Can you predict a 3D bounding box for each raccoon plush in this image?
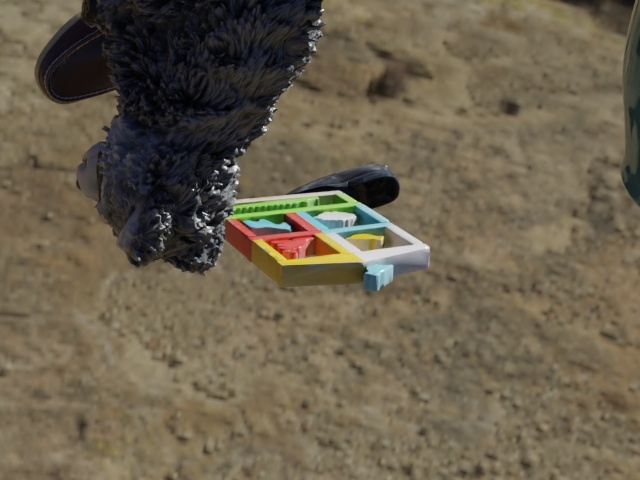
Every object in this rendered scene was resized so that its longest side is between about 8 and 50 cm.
[{"bbox_3d":[-0.070,-0.146,1.438,0.216,0.446,0.299,6,70,-46],"label":"raccoon plush"}]

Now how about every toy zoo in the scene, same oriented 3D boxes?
[{"bbox_3d":[0.000,0.000,1.792,0.192,0.030,0.293,-6,20,-23],"label":"toy zoo"}]

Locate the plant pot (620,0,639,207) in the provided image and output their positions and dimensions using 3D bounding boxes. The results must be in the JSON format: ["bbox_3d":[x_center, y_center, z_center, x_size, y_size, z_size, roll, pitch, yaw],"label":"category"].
[{"bbox_3d":[0.404,-0.143,1.414,0.271,0.255,0.272,7,40,-6],"label":"plant pot"}]

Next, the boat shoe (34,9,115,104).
[{"bbox_3d":[-0.251,-0.290,2.147,0.342,0.123,0.123,-26,32,-4],"label":"boat shoe"}]

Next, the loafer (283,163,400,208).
[{"bbox_3d":[0.025,-0.068,2.101,0.170,0.062,0.061,-10,32,-4],"label":"loafer"}]
